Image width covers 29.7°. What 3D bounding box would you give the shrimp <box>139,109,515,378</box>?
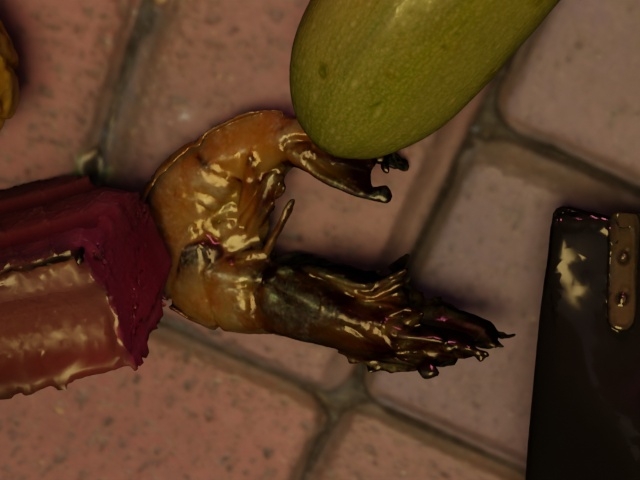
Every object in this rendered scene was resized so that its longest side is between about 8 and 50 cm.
[{"bbox_3d":[0.002,-0.003,0.874,0.289,0.075,0.178,14,113,19],"label":"shrimp"}]

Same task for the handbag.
[{"bbox_3d":[0.298,0.104,0.822,0.342,0.152,0.288,-7,99,14],"label":"handbag"}]

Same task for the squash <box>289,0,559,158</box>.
[{"bbox_3d":[0.065,-0.150,0.756,0.132,0.132,0.247,37,114,-6],"label":"squash"}]

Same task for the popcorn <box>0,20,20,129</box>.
[{"bbox_3d":[-0.298,-0.121,0.842,0.167,0.152,0.148,1,158,5],"label":"popcorn"}]

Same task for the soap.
[{"bbox_3d":[-0.256,0.041,0.877,0.289,0.182,0.112,-12,108,13],"label":"soap"}]
